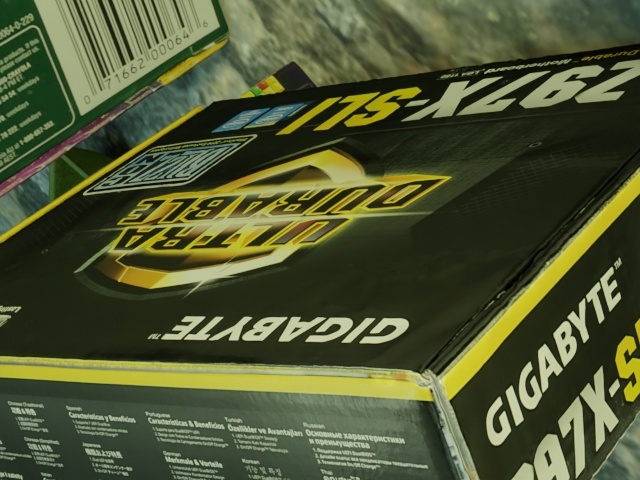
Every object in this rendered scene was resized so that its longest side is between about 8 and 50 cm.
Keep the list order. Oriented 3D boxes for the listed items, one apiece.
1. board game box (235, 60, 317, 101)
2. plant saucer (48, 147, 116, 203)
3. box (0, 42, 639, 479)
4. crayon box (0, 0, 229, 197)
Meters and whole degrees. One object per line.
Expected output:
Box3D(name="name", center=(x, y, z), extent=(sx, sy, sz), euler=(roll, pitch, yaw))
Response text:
Box3D(name="board game box", center=(0.000, 0.000, 0.780), extent=(0.170, 0.048, 0.141), euler=(50, 151, 1))
Box3D(name="plant saucer", center=(-0.116, 0.033, 0.964), extent=(0.188, 0.045, 0.188), euler=(40, 147, 16))
Box3D(name="box", center=(-0.005, 0.012, 0.547), extent=(0.322, 0.257, 0.079), euler=(-2, 116, 42))
Box3D(name="crayon box", center=(-0.289, -0.086, 0.756), extent=(0.313, 0.363, 0.106), euler=(15, 134, 43))
